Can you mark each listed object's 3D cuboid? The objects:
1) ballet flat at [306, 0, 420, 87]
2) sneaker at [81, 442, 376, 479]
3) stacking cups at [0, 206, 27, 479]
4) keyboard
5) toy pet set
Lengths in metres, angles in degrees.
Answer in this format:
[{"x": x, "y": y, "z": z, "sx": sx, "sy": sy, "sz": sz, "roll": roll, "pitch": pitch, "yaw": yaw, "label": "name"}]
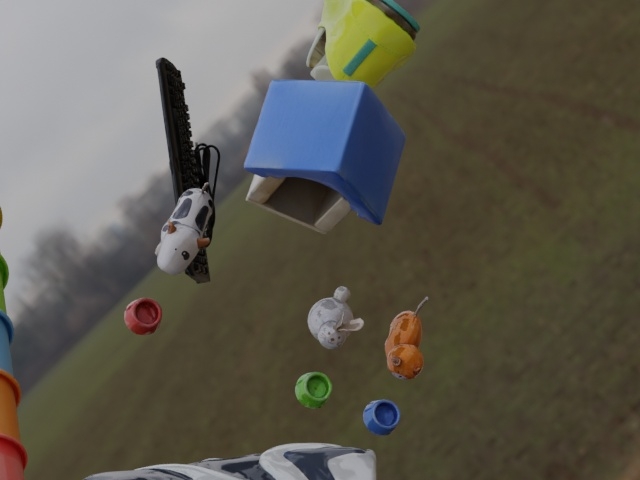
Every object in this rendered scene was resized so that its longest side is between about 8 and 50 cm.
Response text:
[{"x": 0.024, "y": -0.145, "z": 1.364, "sx": 0.077, "sy": 0.077, "sz": 0.231, "roll": -53, "pitch": 6, "yaw": 4, "label": "ballet flat"}, {"x": -0.058, "y": 0.159, "z": 0.673, "sx": 0.235, "sy": 0.153, "sz": 0.094, "roll": -85, "pitch": -6, "yaw": -52, "label": "sneaker"}, {"x": -0.267, "y": 0.097, "z": 1.416, "sx": 0.096, "sy": 0.096, "sz": 0.316, "roll": -43, "pitch": 46, "yaw": 26, "label": "stacking cups"}, {"x": -0.107, "y": -0.061, "z": 1.595, "sx": 0.038, "sy": 0.192, "sz": 0.100, "roll": -8, "pitch": -6, "yaw": 4, "label": "keyboard"}, {"x": 0.000, "y": 0.000, "z": 0.735, "sx": 0.065, "sy": 0.122, "sz": 0.114, "roll": 137, "pitch": 153, "yaw": -63, "label": "toy pet set"}]
